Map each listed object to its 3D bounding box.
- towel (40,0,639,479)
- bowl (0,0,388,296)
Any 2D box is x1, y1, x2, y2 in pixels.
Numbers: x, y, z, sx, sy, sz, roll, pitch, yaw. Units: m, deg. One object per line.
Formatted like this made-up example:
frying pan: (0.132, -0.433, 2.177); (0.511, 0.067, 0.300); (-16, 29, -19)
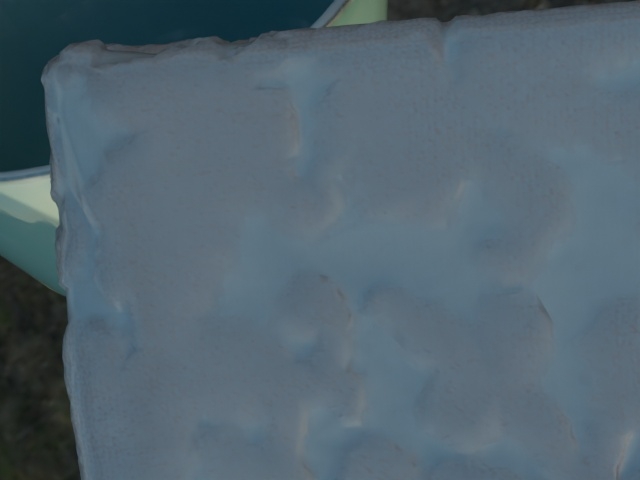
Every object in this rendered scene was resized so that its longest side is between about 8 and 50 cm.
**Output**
towel: (0.097, 0.099, 0.456); (0.317, 0.053, 0.331); (-5, 95, 4)
bowl: (-0.090, -0.082, 0.955); (0.311, 0.311, 0.163); (13, 142, 35)
